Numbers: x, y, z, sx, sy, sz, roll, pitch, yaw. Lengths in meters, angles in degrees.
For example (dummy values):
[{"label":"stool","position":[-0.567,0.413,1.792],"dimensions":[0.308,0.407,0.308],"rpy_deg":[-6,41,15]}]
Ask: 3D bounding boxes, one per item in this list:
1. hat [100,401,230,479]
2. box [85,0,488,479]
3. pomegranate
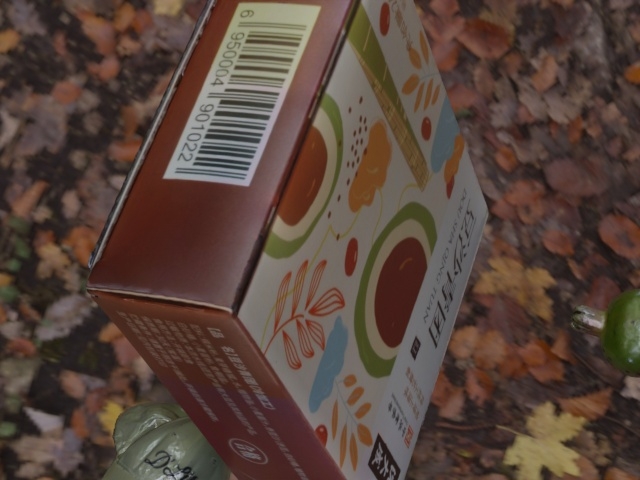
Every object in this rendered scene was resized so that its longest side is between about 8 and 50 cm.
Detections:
[{"label":"hat","position":[-0.139,0.197,1.253],"dimensions":[0.122,0.166,0.081],"rpy_deg":[33,119,3]},{"label":"box","position":[0.000,0.000,1.144],"dimensions":[0.122,0.385,0.344],"rpy_deg":[6,59,25]},{"label":"pomegranate","position":[0.248,0.077,1.150],"dimensions":[0.084,0.073,0.073],"rpy_deg":[-17,71,5]}]
